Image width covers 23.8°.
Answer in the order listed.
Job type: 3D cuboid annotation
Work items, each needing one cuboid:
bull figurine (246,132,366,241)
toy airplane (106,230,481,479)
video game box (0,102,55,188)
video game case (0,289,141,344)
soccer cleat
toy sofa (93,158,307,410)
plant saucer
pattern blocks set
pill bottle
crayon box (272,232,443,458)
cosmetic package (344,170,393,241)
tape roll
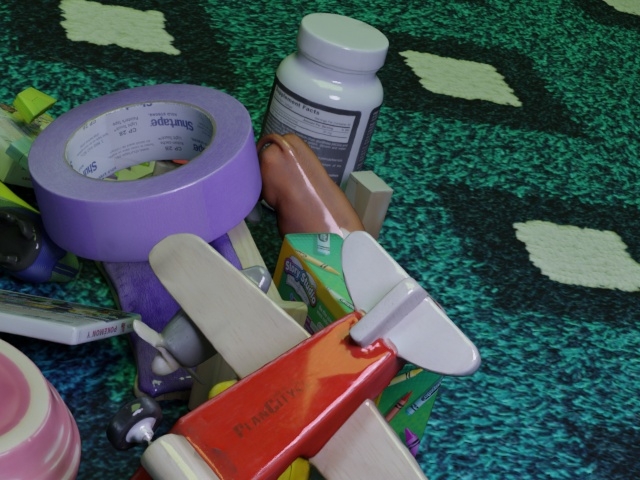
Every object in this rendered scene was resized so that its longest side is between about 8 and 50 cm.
[{"bbox_3d":[0.000,0.000,1.983,0.101,0.310,0.188,-29,6,-22],"label":"bull figurine"},{"bbox_3d":[-0.019,0.181,1.556,0.384,0.272,0.386,4,60,4],"label":"toy airplane"},{"bbox_3d":[-0.410,-0.132,2.123,0.187,0.048,0.205,9,24,-47],"label":"video game box"},{"bbox_3d":[-0.330,0.085,1.728,0.201,0.023,0.183,9,4,16],"label":"video game case"},{"bbox_3d":[-0.413,-0.025,1.958,0.289,0.093,0.121,36,3,42],"label":"soccer cleat"},{"bbox_3d":[-0.156,0.046,1.864,0.177,0.150,0.362,5,29,-21],"label":"toy sofa"},{"bbox_3d":[-0.406,0.181,1.553,0.332,0.084,0.332,12,28,-6],"label":"plant saucer"},{"bbox_3d":[-0.302,-0.119,2.117,0.285,0.026,0.325,35,23,-9],"label":"pattern blocks set"},{"bbox_3d":[0.001,-0.180,2.230,0.162,0.279,0.162,13,27,-7],"label":"pill bottle"},{"bbox_3d":[0.029,0.130,1.788,0.081,0.165,0.278,-1,32,-30],"label":"crayon box"},{"bbox_3d":[0.058,-0.036,2.169,0.041,0.115,0.060,-6,34,-36],"label":"cosmetic package"},{"bbox_3d":[-0.213,-0.087,1.854,0.274,0.090,0.275,-5,34,4],"label":"tape roll"}]
